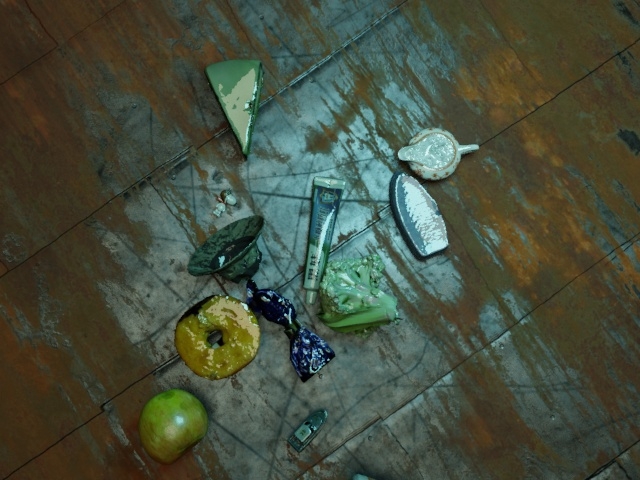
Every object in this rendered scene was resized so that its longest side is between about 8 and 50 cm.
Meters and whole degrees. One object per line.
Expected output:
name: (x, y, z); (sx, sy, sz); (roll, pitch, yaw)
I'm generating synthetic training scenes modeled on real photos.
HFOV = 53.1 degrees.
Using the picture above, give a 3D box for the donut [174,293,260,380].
donut: (-0.291, 0.275, 1.845); (0.254, 0.118, 0.253); (1, 94, 10)

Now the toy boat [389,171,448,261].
toy boat: (0.287, -0.080, 1.926); (0.127, 0.078, 0.282); (-24, 88, 0)

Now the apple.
apple: (-0.417, 0.517, 1.803); (0.196, 0.196, 0.195); (0, 85, -2)

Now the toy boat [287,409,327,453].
toy boat: (-0.031, 0.552, 1.877); (0.055, 0.060, 0.141); (40, 80, 26)

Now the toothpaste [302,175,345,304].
toothpaste: (0.000, 0.000, 1.918); (0.099, 0.061, 0.392); (9, 84, 1)

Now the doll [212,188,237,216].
doll: (-0.294, -0.115, 1.931); (0.085, 0.040, 0.058); (-36, 98, -4)

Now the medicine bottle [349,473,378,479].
medicine bottle: (0.238, 0.809, 1.787); (0.372, 0.211, 0.211); (19, 85, 0)

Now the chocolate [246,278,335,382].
chocolate: (-0.095, 0.243, 1.856); (0.126, 0.148, 0.343); (-36, 90, -4)

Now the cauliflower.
cauliflower: (0.126, 0.172, 1.813); (0.315, 0.239, 0.256); (13, 118, 38)

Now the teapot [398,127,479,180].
teapot: (0.352, -0.261, 1.927); (0.246, 0.116, 0.159); (-14, 74, 0)

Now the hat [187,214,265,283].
hat: (-0.241, 0.049, 1.857); (0.265, 0.265, 0.128); (-40, 118, -4)

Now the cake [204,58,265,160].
cake: (-0.270, -0.386, 1.899); (0.172, 0.158, 0.283); (8, 88, 0)
